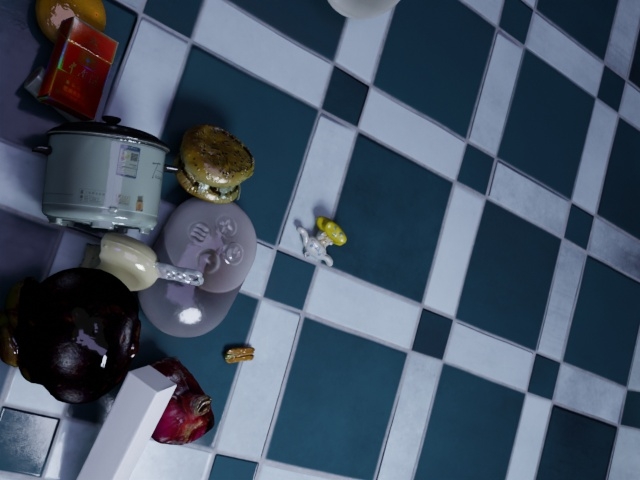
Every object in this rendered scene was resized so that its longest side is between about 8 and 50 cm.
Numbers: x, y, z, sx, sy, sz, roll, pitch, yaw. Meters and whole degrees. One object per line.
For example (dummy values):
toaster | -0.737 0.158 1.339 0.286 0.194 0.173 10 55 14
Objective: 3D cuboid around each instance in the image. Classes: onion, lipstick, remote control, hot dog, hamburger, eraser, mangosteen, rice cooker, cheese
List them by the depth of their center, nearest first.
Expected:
mangosteen | -0.491 0.173 1.520 0.287 0.287 0.233 51 55 -24
rice cooker | -0.426 -0.133 1.552 0.280 0.241 0.227 6 88 -23
eraser | -0.400 0.401 1.589 0.298 0.078 0.076 -62 163 12
lipstick | -0.515 -0.270 1.602 0.057 0.063 0.186 -41 123 8
cheese | -0.369 0.062 1.612 0.249 0.163 0.071 21 57 -11
onion | -0.303 0.350 1.654 0.140 0.218 0.195 -23 103 -30
hamburger | -0.228 -0.168 1.733 0.185 0.113 0.177 50 33 17
remote control | -0.270 0.055 1.742 0.221 0.103 0.332 32 74 -21
hot dog | -0.192 0.269 1.848 0.083 0.021 0.037 3 99 -35

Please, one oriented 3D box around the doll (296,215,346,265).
doll | -0.005 -0.005 1.955 0.135 0.071 0.113 22 96 -26

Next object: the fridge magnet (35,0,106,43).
fridge magnet | -0.509 -0.460 1.599 0.143 0.063 0.143 -2 93 -34

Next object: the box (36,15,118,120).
box | -0.479 -0.340 1.558 0.112 0.048 0.175 25 74 -46

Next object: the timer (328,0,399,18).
timer | 0.116 -0.648 1.909 0.233 0.233 0.240 15 38 -33
